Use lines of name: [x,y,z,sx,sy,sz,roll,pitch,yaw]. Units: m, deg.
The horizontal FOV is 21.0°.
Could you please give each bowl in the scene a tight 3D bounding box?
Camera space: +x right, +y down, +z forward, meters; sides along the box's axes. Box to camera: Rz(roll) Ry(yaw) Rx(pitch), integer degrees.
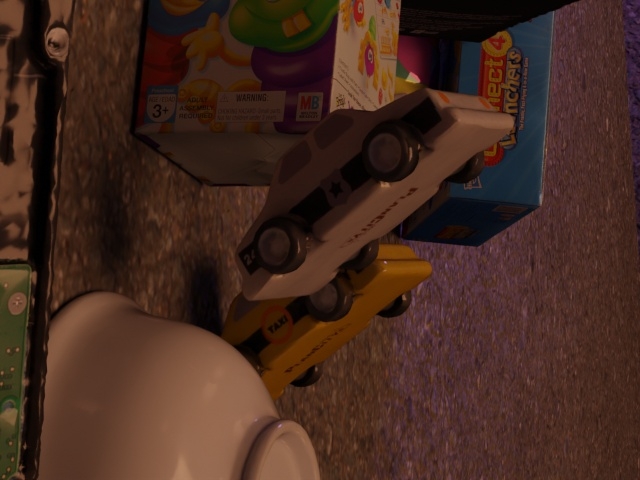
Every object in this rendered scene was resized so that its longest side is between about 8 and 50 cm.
bowl: [-0.083,0.180,1.074,0.298,0.134,0.298,1,90,-72]

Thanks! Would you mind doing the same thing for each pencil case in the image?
pencil case: [0.066,-0.178,1.582,0.104,0.104,0.236,51,40,-63]

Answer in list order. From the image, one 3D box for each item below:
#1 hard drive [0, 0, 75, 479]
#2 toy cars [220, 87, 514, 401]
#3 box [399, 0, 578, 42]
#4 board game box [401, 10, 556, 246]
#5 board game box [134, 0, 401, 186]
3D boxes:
hard drive: [-0.204,0.026,0.595,0.237,0.064,0.339,-4,102,-44]
toy cars: [0.000,0.000,1.163,0.087,0.176,0.393,58,-23,17]
box: [0.133,-0.360,1.365,0.179,0.312,0.343,3,82,-28]
board game box: [0.152,-0.162,1.676,0.308,0.086,0.302,126,-31,-81]
board game box: [-0.027,-0.187,1.214,0.144,0.142,0.275,38,55,-68]
